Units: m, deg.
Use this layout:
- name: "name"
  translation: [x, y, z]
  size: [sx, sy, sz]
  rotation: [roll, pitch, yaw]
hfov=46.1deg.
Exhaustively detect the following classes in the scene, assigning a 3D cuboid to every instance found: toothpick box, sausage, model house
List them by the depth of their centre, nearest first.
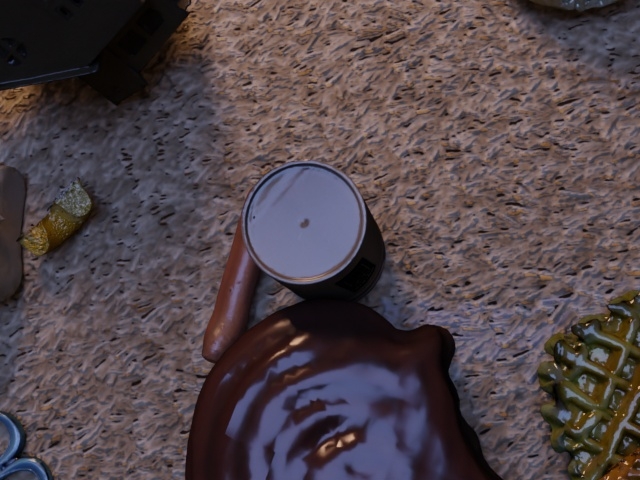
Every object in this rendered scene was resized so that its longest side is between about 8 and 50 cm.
- name: "toothpick box"
  translation: [0.000, 0.000, 0.699]
  size: [0.111, 0.181, 0.111]
  rotation: [-2, 79, 9]
- name: "sausage"
  translation: [-0.081, 0.036, 0.773]
  size: [0.043, 0.043, 0.186]
  rotation: [14, 81, 10]
- name: "model house"
  translation: [-0.281, -0.219, 0.786]
  size: [0.243, 0.204, 0.211]
  rotation: [-40, 32, 21]

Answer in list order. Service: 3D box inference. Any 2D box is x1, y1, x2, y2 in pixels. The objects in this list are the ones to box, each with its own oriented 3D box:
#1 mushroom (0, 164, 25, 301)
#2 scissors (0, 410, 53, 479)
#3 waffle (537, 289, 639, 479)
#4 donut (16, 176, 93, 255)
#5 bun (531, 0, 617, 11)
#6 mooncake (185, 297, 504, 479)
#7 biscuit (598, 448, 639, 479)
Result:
- name: "mushroom"
  translation: [-0.477, 0.028, 0.805]
  size: [0.328, 0.122, 0.159]
  rotation: [-15, 42, 4]
- name: "scissors"
  translation: [-0.401, 0.292, 0.774]
  size: [0.256, 0.030, 0.125]
  rotation: [-38, 78, -3]
- name: "waffle"
  translation: [0.313, 0.148, 0.692]
  size: [0.214, 0.054, 0.208]
  rotation: [-17, 80, 3]
- name: "donut"
  translation: [-0.279, -0.020, 0.802]
  size: [0.038, 0.067, 0.083]
  rotation: [44, 53, -4]
- name: "bun"
  translation: [0.271, -0.348, 0.750]
  size: [0.220, 0.134, 0.220]
  rotation: [-2, 75, 6]
- name: "mooncake"
  translation: [0.045, 0.223, 0.659]
  size: [0.333, 0.174, 0.326]
  rotation: [7, 78, 10]
- name: "biscuit"
  translation: [0.336, 0.278, 0.644]
  size: [0.254, 0.035, 0.254]
  rotation: [0, 98, 2]
